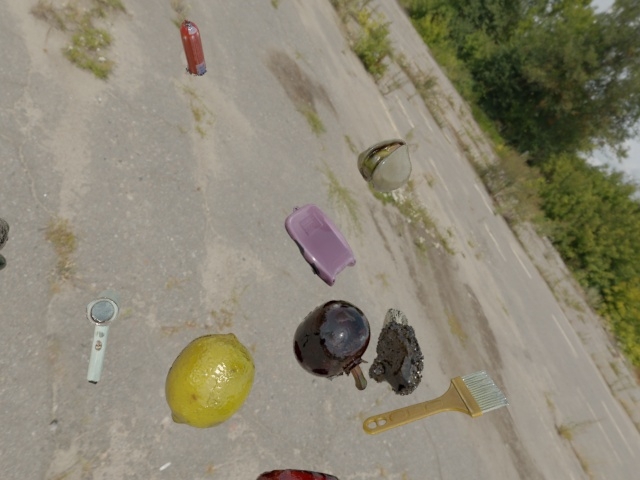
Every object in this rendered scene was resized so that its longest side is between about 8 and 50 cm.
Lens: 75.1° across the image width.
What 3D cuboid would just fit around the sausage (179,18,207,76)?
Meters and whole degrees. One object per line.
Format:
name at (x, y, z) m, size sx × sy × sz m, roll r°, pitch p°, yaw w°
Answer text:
sausage at (-0.281, -0.424, 0.908) m, size 0.050 × 0.145 × 0.048 m, roll 27°, pitch 71°, yaw 2°

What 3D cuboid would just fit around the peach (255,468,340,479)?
peach at (-0.072, 0.768, 1.190) m, size 0.274 × 0.249 × 0.245 m, roll 23°, pitch 19°, yaw -5°

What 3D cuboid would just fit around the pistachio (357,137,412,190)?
pistachio at (0.243, -0.270, 1.495) m, size 0.166 × 0.197 × 0.288 m, roll 43°, pitch 20°, yaw 14°

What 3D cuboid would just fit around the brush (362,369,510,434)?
brush at (0.211, 0.323, 0.805) m, size 0.103 × 0.272 × 0.014 m, roll -107°, pitch 179°, yaw -70°

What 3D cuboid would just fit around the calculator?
calculator at (0.001, 0.000, 1.435) m, size 0.194 × 0.043 × 0.294 m, roll -38°, pitch 92°, yaw -38°

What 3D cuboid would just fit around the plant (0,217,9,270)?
plant at (-0.640, -0.009, 0.733) m, size 0.149 × 0.274 × 0.147 m, roll -41°, pitch 103°, yaw -32°

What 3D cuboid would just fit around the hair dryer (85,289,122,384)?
hair dryer at (-0.568, 0.253, 1.086) m, size 0.073 × 0.131 × 0.237 m, roll 6°, pitch 92°, yaw -21°

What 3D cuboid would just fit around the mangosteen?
mangosteen at (0.053, 0.307, 1.188) m, size 0.261 × 0.235 × 0.235 m, roll 51°, pitch 26°, yaw 17°

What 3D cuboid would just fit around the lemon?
lemon at (-0.343, 0.436, 1.296) m, size 0.257 × 0.310 × 0.258 m, roll 34°, pitch -14°, yaw 10°

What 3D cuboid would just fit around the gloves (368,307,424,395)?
gloves at (0.253, 0.377, 1.402) m, size 0.135 × 0.210 × 0.312 m, roll 30°, pitch 12°, yaw -11°
